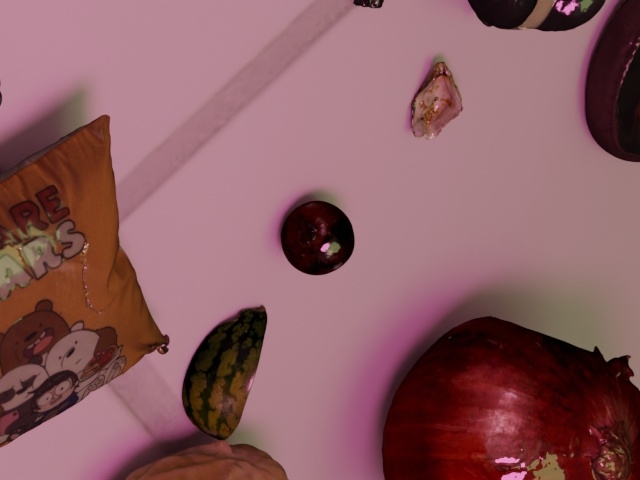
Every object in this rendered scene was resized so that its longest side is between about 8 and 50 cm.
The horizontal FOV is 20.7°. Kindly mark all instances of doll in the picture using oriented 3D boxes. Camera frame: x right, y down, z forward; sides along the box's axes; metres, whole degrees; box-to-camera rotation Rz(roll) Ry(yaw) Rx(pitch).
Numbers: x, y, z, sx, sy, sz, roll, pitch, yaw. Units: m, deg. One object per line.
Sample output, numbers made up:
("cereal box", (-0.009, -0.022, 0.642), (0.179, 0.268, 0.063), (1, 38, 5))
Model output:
("doll", (0.225, -0.324, 1.825), (0.144, 0.135, 0.234), (2, 110, -37))

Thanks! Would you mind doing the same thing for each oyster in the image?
("oyster", (0.128, -0.153, 1.925), (0.051, 0.034, 0.093), (14, 118, -30))

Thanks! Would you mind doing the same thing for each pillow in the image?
("pillow", (-0.294, 0.068, 1.615), (0.310, 0.119, 0.312), (-30, 135, -20))

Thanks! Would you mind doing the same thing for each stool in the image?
("stool", (0.467, -0.189, 2.103), (0.272, 0.178, 0.272), (-24, 132, -30))

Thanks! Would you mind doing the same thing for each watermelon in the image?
("watermelon", (-0.111, 0.147, 1.898), (0.069, 0.087, 0.163), (19, 103, -9))

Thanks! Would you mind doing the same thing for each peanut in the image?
("peanut", (-0.181, 0.339, 1.876), (0.340, 0.158, 0.174), (-40, 162, -9))

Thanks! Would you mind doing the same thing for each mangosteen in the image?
("mangosteen", (-0.001, -0.001, 1.872), (0.081, 0.081, 0.081), (-23, 130, -30))

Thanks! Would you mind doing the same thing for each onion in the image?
("onion", (0.221, 0.263, 2.082), (0.341, 0.341, 0.341), (-23, 130, -30))

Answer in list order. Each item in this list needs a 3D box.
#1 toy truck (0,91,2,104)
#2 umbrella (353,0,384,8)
("toy truck", (-0.340, -0.117, 1.496), (0.136, 0.063, 0.074), (-39, 117, -15))
("umbrella", (0.062, -0.301, 1.759), (0.040, 0.037, 0.144), (-9, 125, -32))
